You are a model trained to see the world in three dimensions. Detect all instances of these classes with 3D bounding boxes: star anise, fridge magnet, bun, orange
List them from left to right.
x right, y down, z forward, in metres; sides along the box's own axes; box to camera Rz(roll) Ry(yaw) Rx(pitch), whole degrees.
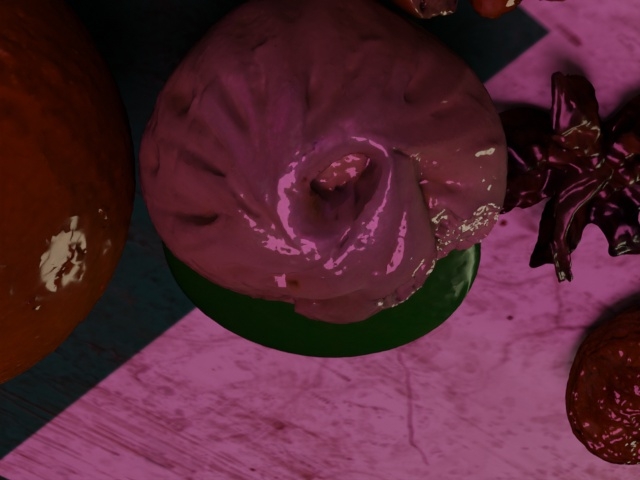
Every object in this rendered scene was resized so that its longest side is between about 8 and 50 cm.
[{"bbox_3d":[-0.234,-0.036,0.629,0.274,0.274,0.274,3,137,3],"label":"orange"},{"bbox_3d":[0.000,0.000,0.764,0.208,0.088,0.208,3,136,2],"label":"fridge magnet"},{"bbox_3d":[0.004,-0.036,0.619,0.193,0.128,0.178,34,103,-8],"label":"bun"},{"bbox_3d":[0.168,-0.046,0.722,0.168,0.057,0.168,1,127,2],"label":"star anise"}]

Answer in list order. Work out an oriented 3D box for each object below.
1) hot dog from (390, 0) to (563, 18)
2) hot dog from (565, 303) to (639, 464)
[{"bbox_3d":[0.062,-0.234,0.500,0.135,0.100,0.337,-1,137,9],"label":"hot dog"},{"bbox_3d":[0.240,0.099,0.859,0.099,0.065,0.147,14,125,-8],"label":"hot dog"}]
